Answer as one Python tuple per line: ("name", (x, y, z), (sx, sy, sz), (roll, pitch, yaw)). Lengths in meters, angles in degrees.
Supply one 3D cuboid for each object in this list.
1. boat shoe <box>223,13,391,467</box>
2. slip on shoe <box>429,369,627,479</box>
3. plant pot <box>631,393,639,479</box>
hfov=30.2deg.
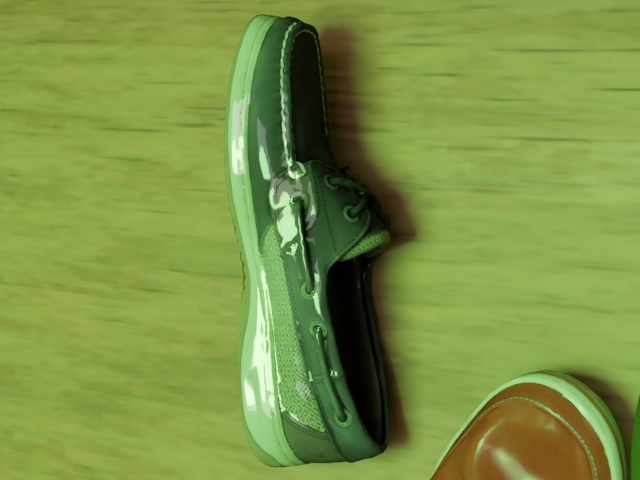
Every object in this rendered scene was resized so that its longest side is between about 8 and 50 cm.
("boat shoe", (0.000, 0.000, 0.741), (0.092, 0.103, 0.285), (-2, 89, 23))
("slip on shoe", (0.069, 0.226, 0.684), (0.123, 0.101, 0.331), (35, 101, 27))
("plant pot", (0.241, 0.102, 0.491), (0.275, 0.293, 0.274), (-2, 86, 28))
